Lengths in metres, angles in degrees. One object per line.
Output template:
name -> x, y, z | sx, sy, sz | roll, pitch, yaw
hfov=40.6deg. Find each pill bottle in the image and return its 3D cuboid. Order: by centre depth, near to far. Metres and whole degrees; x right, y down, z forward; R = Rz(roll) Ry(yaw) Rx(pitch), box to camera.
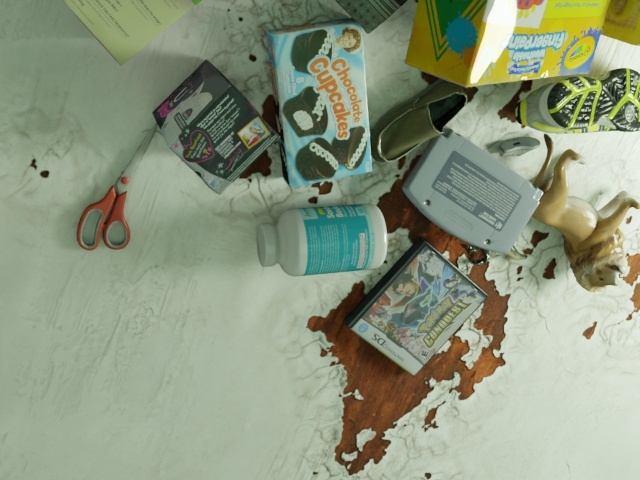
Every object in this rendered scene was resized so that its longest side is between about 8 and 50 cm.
pill bottle -> 0.000, 0.000, 1.856 | 0.264, 0.146, 0.146 | -5, 114, -17

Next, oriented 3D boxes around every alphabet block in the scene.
alphabet block -> 0.721, -0.520, 1.841 | 0.197, 0.193, 0.192 | -3, 112, -17

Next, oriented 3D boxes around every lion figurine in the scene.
lion figurine -> 0.602, -0.057, 2.056 | 0.392, 0.142, 0.240 | 36, 106, -14

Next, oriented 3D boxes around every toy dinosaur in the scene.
toy dinosaur -> 0.395, -0.001, 2.038 | 0.118, 0.064, 0.268 | -45, 122, -3

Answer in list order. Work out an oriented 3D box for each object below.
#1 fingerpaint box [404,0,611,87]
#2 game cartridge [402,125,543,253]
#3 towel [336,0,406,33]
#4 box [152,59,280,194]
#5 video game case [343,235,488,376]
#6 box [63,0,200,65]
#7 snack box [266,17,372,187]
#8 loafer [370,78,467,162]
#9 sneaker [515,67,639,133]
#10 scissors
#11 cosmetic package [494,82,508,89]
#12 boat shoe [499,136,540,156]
fingerpaint box -> 0.389, -0.503, 1.644 | 0.444, 0.163, 0.371 | -16, 126, -43
game cartridge -> 0.335, -0.102, 1.935 | 0.294, 0.060, 0.196 | 32, 87, -16
towel -> 0.094, -0.610, 1.632 | 0.312, 0.056, 0.324 | -42, 107, 14
box -> -0.206, -0.220, 1.633 | 0.163, 0.247, 0.142 | -43, 117, 3
video game case -> 0.231, 0.163, 2.068 | 0.248, 0.035, 0.275 | 39, 97, -28
box -> -0.337, -0.476, 1.517 | 0.243, 0.117, 0.213 | -38, 138, 2
snack box -> 0.001, -0.282, 1.781 | 0.187, 0.060, 0.322 | -13, 116, -13
loafer -> 0.210, -0.256, 1.846 | 0.251, 0.087, 0.094 | -41, 119, 2
sneaker -> 0.595, -0.309, 1.934 | 0.384, 0.147, 0.145 | -2, 92, -36
scissors -> -0.411, -0.109, 1.742 | 0.109, 0.021, 0.297 | 12, 110, -21
cosmetic package -> 0.369, -0.386, 1.868 | 0.115, 0.041, 0.060 | 38, 97, -28
boat shoe -> 0.456, -0.210, 1.982 | 0.100, 0.035, 0.035 | -14, 144, -17
